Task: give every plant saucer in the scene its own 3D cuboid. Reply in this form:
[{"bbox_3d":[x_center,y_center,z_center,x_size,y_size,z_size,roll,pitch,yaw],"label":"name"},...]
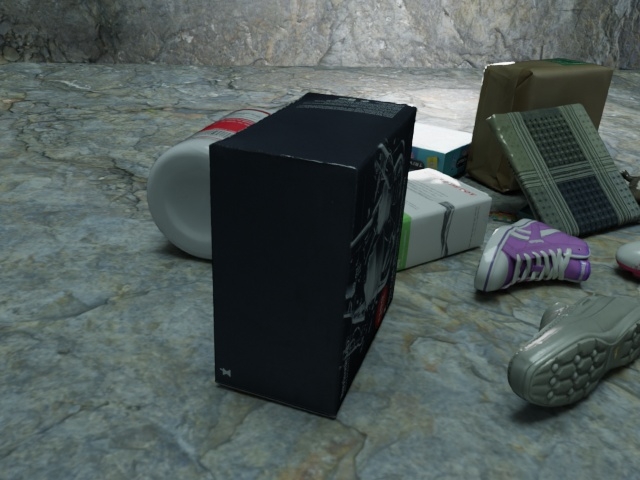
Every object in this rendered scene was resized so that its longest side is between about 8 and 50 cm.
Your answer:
[{"bbox_3d":[0.531,-0.078,1.401,0.067,0.018,0.192,28,36,30],"label":"plant saucer"}]

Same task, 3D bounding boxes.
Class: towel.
[{"bbox_3d":[0.549,-0.160,1.348,0.312,0.056,0.324,-12,72,-26],"label":"towel"}]

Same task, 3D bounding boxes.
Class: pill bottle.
[{"bbox_3d":[-0.162,-0.144,1.234,0.229,0.228,0.407,9,27,13],"label":"pill bottle"}]

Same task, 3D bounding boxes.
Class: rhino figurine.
[{"bbox_3d":[0.781,-0.126,1.468,0.243,0.073,0.106,-15,36,-26],"label":"rhino figurine"}]

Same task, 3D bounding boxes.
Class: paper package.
[{"bbox_3d":[0.569,-0.311,1.555,0.325,0.309,0.168,-12,31,-30],"label":"paper package"}]

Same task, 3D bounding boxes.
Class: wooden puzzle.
[{"bbox_3d":[0.420,-0.053,1.358,0.083,0.006,0.049,10,27,15],"label":"wooden puzzle"}]

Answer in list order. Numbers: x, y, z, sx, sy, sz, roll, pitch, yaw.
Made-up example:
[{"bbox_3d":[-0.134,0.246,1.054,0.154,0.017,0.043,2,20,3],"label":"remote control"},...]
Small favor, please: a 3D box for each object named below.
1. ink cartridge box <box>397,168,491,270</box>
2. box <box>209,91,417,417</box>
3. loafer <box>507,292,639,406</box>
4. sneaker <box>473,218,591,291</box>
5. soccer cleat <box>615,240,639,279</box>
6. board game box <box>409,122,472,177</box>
[{"bbox_3d":[0.173,-0.047,1.198,0.273,0.114,0.198,-13,31,-29],"label":"ink cartridge box"},{"bbox_3d":[0.000,0.000,0.829,0.179,0.343,0.312,12,28,17],"label":"box"},{"bbox_3d":[0.356,0.145,0.843,0.320,0.112,0.111,-9,23,-39],"label":"loafer"},{"bbox_3d":[0.396,0.036,1.073,0.161,0.102,0.282,25,34,32],"label":"sneaker"},{"bbox_3d":[0.728,0.017,1.090,0.331,0.143,0.116,9,27,13],"label":"soccer cleat"},{"bbox_3d":[0.281,-0.253,1.640,0.254,0.079,0.336,18,25,28],"label":"board game box"}]
